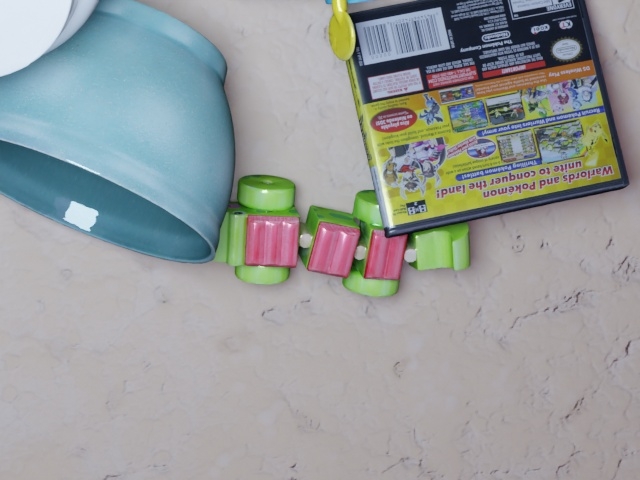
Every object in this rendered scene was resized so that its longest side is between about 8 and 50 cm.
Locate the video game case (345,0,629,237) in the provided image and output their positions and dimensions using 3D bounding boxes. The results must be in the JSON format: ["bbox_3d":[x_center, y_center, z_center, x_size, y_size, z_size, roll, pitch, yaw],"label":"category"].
[{"bbox_3d":[0.177,-0.151,1.473,0.274,0.035,0.248,-12,84,-6],"label":"video game case"}]

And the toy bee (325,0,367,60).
[{"bbox_3d":[0.045,-0.304,1.380,0.298,0.162,0.195,-27,103,1],"label":"toy bee"}]

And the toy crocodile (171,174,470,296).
[{"bbox_3d":[0.000,0.000,1.505,0.340,0.105,0.115,6,106,-10],"label":"toy crocodile"}]

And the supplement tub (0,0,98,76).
[{"bbox_3d":[-0.295,-0.299,1.230,0.228,0.316,0.228,1,121,1],"label":"supplement tub"}]

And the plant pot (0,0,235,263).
[{"bbox_3d":[-0.208,-0.125,1.362,0.293,0.293,0.196,24,76,-15],"label":"plant pot"}]
